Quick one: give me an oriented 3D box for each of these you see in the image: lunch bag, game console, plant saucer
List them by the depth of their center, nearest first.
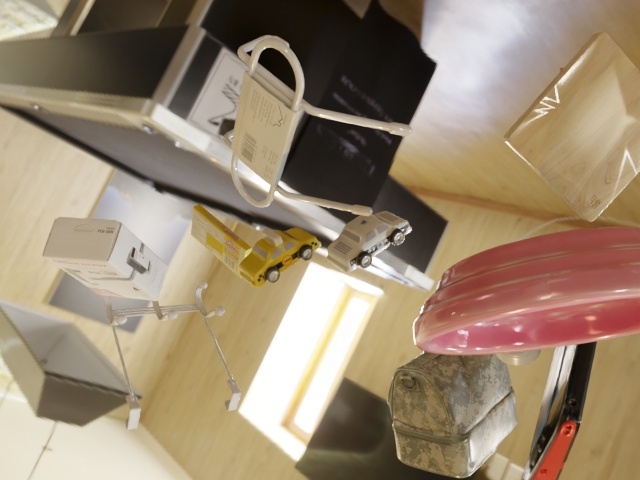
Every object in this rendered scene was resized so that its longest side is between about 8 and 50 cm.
[{"bbox_3d":[0.269,0.064,0.728,0.332,0.084,0.332,-5,161,-2],"label":"plant saucer"},{"bbox_3d":[0.459,0.248,1.177,0.060,0.386,0.342,14,143,21],"label":"game console"},{"bbox_3d":[0.308,0.358,1.481,0.213,0.255,0.305,2,-164,45],"label":"lunch bag"}]

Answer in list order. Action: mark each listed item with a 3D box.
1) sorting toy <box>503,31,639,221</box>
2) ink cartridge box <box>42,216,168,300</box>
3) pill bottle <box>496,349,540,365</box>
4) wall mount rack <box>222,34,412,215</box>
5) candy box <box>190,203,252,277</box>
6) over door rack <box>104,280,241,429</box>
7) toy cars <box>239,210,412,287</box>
[{"bbox_3d":[0.513,-0.218,1.227,0.255,0.257,0.089,39,-173,-18],"label":"sorting toy"},{"bbox_3d":[-0.277,0.027,0.825,0.099,0.056,0.135,4,155,17],"label":"ink cartridge box"},{"bbox_3d":[0.322,0.114,1.041,0.108,0.108,0.193,21,140,38],"label":"pill bottle"},{"bbox_3d":[-0.027,-0.178,1.088,0.304,0.130,0.350,41,142,16],"label":"wall mount rack"},{"bbox_3d":[-0.265,0.001,1.668,0.206,0.027,0.105,38,135,22],"label":"candy box"},{"bbox_3d":[-0.319,0.222,1.366,0.240,0.108,0.324,-2,-131,-30],"label":"over door rack"},{"bbox_3d":[0.000,0.000,1.391,0.394,0.176,0.087,-10,124,14],"label":"toy cars"}]
